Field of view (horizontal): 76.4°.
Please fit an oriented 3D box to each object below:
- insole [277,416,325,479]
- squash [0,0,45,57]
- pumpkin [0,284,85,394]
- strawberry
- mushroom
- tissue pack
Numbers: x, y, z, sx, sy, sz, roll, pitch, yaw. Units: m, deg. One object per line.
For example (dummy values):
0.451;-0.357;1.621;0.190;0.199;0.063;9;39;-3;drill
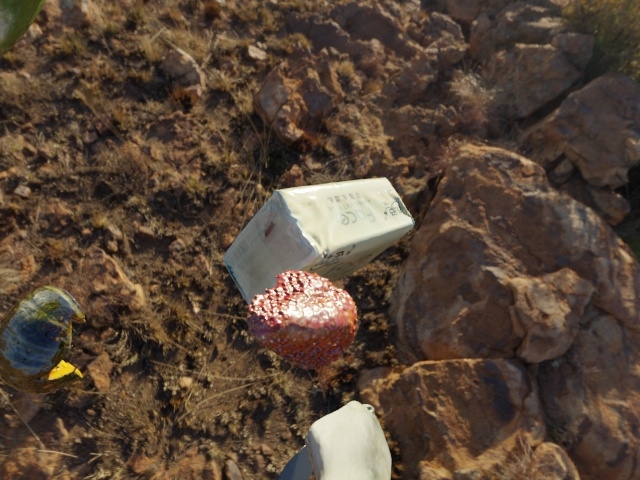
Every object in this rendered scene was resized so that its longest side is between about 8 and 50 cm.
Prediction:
-0.035;0.549;1.019;0.253;0.005;0.086;-37;106;-48;insole
-0.413;-0.329;0.415;0.310;0.309;0.311;22;45;-23;squash
-0.440;0.169;0.631;0.118;0.184;0.107;23;28;18;pumpkin
-0.002;0.122;0.658;0.175;0.106;0.236;64;22;-10;strawberry
0.020;0.233;0.393;0.096;0.278;0.099;37;94;9;mushroom
0.000;0.000;1.097;0.404;0.332;0.205;-16;70;-44;tissue pack
